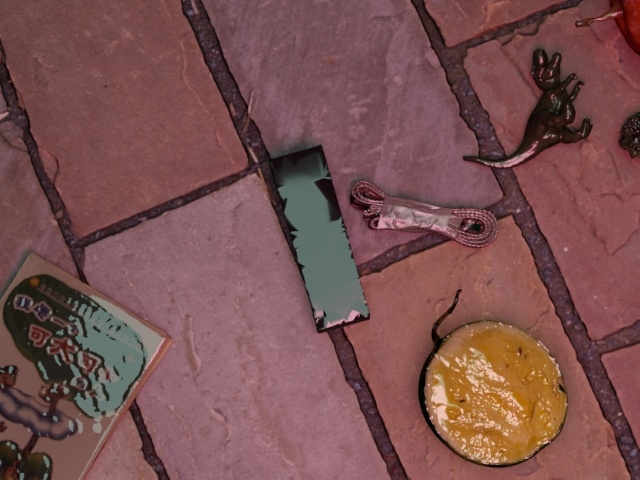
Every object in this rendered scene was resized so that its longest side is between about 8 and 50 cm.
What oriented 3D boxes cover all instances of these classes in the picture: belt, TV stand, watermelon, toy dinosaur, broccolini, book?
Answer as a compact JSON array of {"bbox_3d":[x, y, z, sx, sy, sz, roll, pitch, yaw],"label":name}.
[{"bbox_3d":[0.156,-0.033,1.721,0.232,0.053,0.071,13,83,3],"label":"belt"},{"bbox_3d":[0.000,0.000,1.706,0.088,0.083,0.270,-16,82,-2],"label":"TV stand"},{"bbox_3d":[0.237,0.221,1.641,0.232,0.127,0.204,33,75,2],"label":"watermelon"},{"bbox_3d":[0.325,-0.195,1.760,0.178,0.087,0.187,-9,61,36],"label":"toy dinosaur"},{"bbox_3d":[0.547,-0.124,1.730,0.202,0.068,0.091,37,55,-3],"label":"broccolini"},{"bbox_3d":[-0.427,0.238,1.701,0.260,0.043,0.371,30,83,6],"label":"book"}]

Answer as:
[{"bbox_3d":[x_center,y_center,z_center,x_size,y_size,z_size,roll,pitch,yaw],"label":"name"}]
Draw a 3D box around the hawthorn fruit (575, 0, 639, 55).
[{"bbox_3d":[0.514,-0.357,1.677,0.271,0.242,0.242,-7,81,9],"label":"hawthorn fruit"}]
